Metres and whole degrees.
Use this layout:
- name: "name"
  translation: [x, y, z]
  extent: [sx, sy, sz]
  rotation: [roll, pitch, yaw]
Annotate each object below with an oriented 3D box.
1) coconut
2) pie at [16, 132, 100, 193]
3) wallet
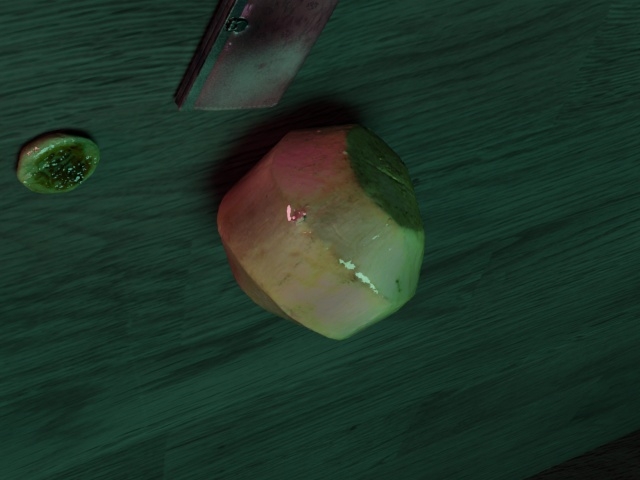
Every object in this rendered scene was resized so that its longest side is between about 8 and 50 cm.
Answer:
- name: "coconut"
  translation: [0.000, 0.000, 1.337]
  extent: [0.237, 0.237, 0.197]
  rotation: [-46, -176, 29]
- name: "pie"
  translation: [-0.249, -0.073, 1.181]
  extent: [0.085, 0.017, 0.085]
  rotation: [-23, 152, -13]
- name: "wallet"
  translation: [-0.042, -0.205, 1.149]
  extent: [0.119, 0.025, 0.232]
  rotation: [-8, 147, -36]
